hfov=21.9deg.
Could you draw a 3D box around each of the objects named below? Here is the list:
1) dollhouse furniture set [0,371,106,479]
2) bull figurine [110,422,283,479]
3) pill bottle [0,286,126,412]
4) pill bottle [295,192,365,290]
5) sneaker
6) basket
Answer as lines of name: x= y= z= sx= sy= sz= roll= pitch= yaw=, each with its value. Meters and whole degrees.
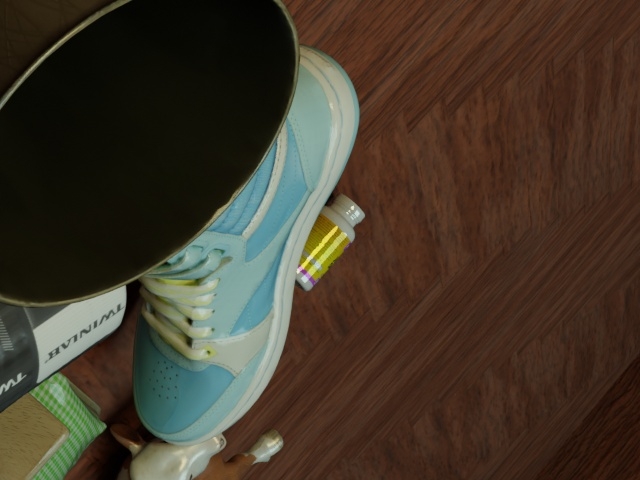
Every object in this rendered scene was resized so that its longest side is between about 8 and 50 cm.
dollhouse furniture set: x=-0.213 y=0.192 z=1.131 sx=0.197 sy=0.151 sz=0.301 roll=-49 pitch=159 yaw=-9
bull figurine: x=-0.122 y=0.233 z=1.459 sx=0.188 sy=0.101 sz=0.310 roll=-34 pitch=152 yaw=-43
pill bottle: x=-0.235 y=0.059 z=0.900 sx=0.246 sy=0.130 sz=0.130 roll=-37 pitch=155 yaw=-35
pill bottle: x=0.000 y=0.000 z=1.412 sx=0.083 sy=0.043 sz=0.043 roll=-48 pitch=159 yaw=-8
sneaker: x=-0.104 y=0.019 z=1.124 sx=0.208 sy=0.127 sz=0.319 roll=-19 pitch=133 yaw=-58
basket: x=-0.152 y=-0.100 z=0.678 sx=0.154 sy=0.227 sz=0.204 roll=-59 pitch=159 yaw=17
